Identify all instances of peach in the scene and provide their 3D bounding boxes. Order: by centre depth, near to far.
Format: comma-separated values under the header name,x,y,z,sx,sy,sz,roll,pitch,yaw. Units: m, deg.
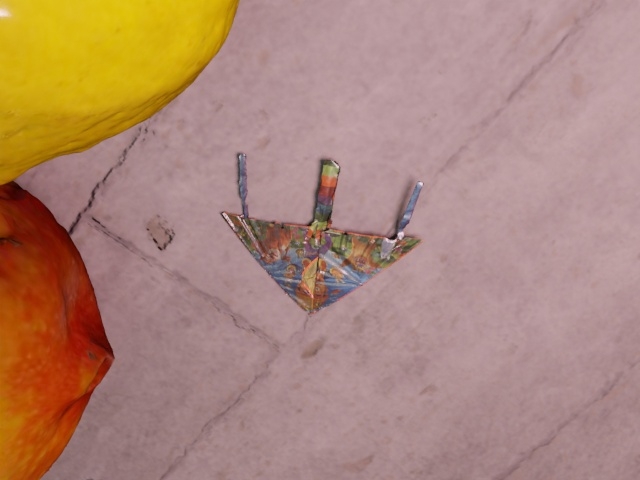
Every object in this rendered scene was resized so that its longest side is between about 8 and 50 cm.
name,x,y,z,sx,sy,sz,roll,pitch,yaw
peach,-0.349,0.084,0.589,0.372,0.290,0.373,-1,87,14

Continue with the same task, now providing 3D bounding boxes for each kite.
name,x,y,z,sx,sy,sz,roll,pitch,yaw
kite,0.000,0.000,0.695,0.182,0.010,0.160,8,119,2

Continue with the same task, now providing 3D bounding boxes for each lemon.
name,x,y,z,sx,sy,sz,roll,pitch,yaw
lemon,-0.186,-0.173,0.448,0.285,0.316,0.285,0,115,1
